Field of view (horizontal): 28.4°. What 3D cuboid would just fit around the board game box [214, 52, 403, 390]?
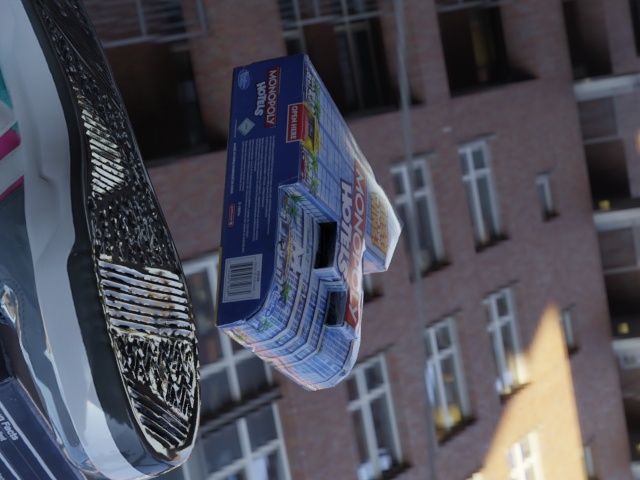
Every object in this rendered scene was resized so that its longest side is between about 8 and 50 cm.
[{"bbox_3d":[0.000,0.000,0.908,0.060,0.194,0.194,-9,155,23],"label":"board game box"}]

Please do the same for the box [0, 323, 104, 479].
[{"bbox_3d":[-0.394,0.218,1.252,0.294,0.296,0.183,-23,-133,-5],"label":"box"}]

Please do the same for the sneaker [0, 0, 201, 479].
[{"bbox_3d":[-0.174,-0.003,0.572,0.178,0.295,0.124,-27,151,10],"label":"sneaker"}]
